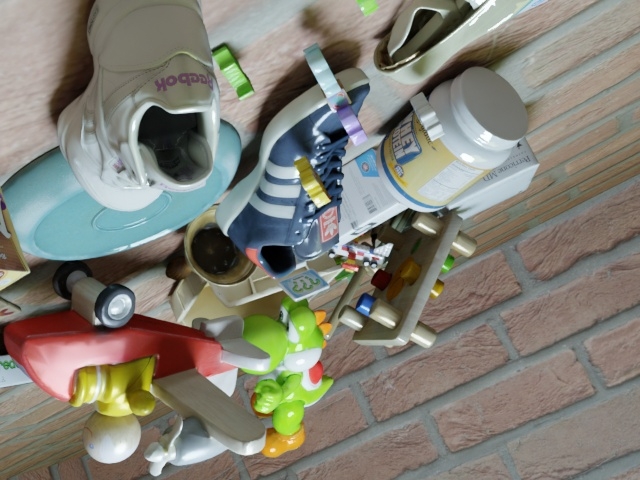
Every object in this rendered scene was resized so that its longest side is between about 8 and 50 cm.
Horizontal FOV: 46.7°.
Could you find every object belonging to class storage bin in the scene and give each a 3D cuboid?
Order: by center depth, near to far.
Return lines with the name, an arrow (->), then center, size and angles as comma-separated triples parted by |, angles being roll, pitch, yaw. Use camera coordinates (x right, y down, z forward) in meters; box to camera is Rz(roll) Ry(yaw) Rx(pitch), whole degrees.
storage bin -> -0.134, 0.085, 1.434 | 0.260, 0.123, 0.262 | -18, 165, -28

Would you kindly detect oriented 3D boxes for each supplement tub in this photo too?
supplement tub -> 0.189, -0.145, 1.085 | 0.144, 0.144, 0.199 | -14, 162, -38

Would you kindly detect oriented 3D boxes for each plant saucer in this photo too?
plant saucer -> -0.238, -0.050, 0.915 | 0.317, 0.044, 0.317 | -24, 167, -6

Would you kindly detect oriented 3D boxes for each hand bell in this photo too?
hand bell -> -0.207, 0.032, 1.213 | 0.126, 0.126, 0.242 | -16, 177, -34

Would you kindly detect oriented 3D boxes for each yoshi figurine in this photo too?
yoshi figurine -> -0.102, 0.254, 1.437 | 0.203, 0.203, 0.362 | -46, 153, -45

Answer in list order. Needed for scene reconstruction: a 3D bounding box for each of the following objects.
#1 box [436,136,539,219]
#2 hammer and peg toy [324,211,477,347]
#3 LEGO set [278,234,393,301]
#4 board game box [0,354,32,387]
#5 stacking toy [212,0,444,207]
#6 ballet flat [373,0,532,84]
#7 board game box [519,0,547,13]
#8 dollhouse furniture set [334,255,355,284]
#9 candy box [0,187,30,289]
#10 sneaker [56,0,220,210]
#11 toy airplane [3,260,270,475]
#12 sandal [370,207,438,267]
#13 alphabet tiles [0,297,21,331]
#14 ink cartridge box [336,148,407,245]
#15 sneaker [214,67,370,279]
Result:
box -> 0.289, -0.128, 1.381 | 0.181, 0.119, 0.182 | -26, 167, 1
hammer and peg toy -> 0.141, 0.092, 1.433 | 0.266, 0.127, 0.361 | -63, -170, -15
LEGO set -> 0.000, 0.000, 1.298 | 0.244, 0.182, 0.060 | -19, 138, -37
board game box -> -0.542, 0.226, 1.277 | 0.193, 0.053, 0.305 | -12, 173, 16
stacking toy -> 0.016, -0.149, 0.776 | 0.167, 0.052, 0.221 | -29, 133, 9
ballet flat -> 0.144, -0.247, 0.778 | 0.086, 0.086, 0.248 | -13, 163, -41
board game box -> 0.232, -0.293, 0.866 | 0.090, 0.020, 0.090 | -25, 166, -3
dollhouse furniture set -> 0.079, 0.074, 1.867 | 0.058, 0.076, 0.151 | -28, 165, 16
candy box -> -0.366, -0.012, 0.689 | 0.053, 0.109, 0.186 | -29, 165, 15
sneaker -> -0.162, -0.085, 0.659 | 0.114, 0.152, 0.305 | -12, 159, -25
toy airplane -> -0.271, 0.214, 1.156 | 0.386, 0.384, 0.272 | 175, -62, -84
sandal -> 0.172, -0.031, 1.641 | 0.120, 0.086, 0.303 | -5, 142, -41
alphabet tiles -> -0.627, 0.154, 1.071 | 0.342, 0.011, 0.285 | -23, 167, -8
ink cartridge box -> 0.045, -0.061, 1.236 | 0.180, 0.104, 0.060 | -30, 167, 23
sneaker -> -0.010, -0.068, 0.950 | 0.131, 0.148, 0.350 | -30, 168, -37
